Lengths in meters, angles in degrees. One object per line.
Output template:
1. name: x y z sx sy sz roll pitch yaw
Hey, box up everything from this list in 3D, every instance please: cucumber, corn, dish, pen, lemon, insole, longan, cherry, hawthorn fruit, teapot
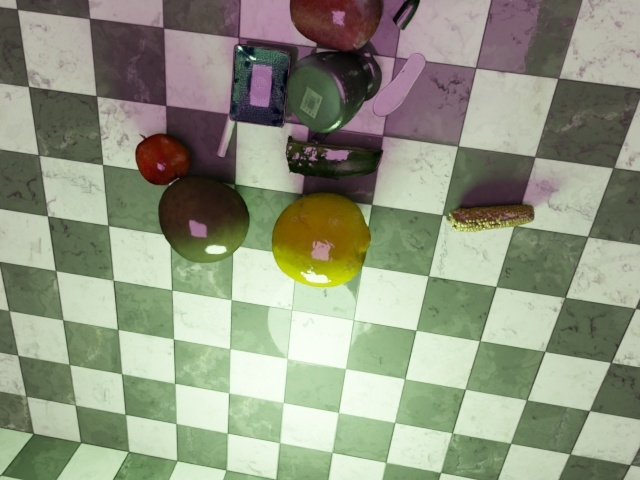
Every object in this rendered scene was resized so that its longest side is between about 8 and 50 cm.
1. cucumber: 0.044 -0.264 1.793 0.324 0.105 0.145 6 116 3
2. corn: 0.573 -0.076 1.812 0.287 0.087 0.087 -5 116 10
3. dish: -0.191 -0.497 1.717 0.181 0.080 0.244 7 114 -3
4. pen: -0.305 -0.403 1.812 0.033 0.033 0.269 21 117 -2
5. lemon: 0.000 0.000 1.807 0.347 0.348 0.348 4 117 7
6. insole: 0.251 -0.488 1.700 0.080 0.003 0.232 35 116 -9
7. cucumber: 0.260 -0.679 1.581 0.048 0.048 0.105 33 114 -8
8. longan: -0.404 -0.073 1.850 0.318 0.319 0.319 4 117 7
9. cherry: 0.046 -0.653 1.499 0.260 0.308 0.221 -14 148 -8
10. hawthorn fruit: -0.552 -0.291 1.838 0.179 0.179 0.200 -39 84 24
11. teapot: 0.066 -0.438 1.619 0.223 0.285 0.306 15 130 33
